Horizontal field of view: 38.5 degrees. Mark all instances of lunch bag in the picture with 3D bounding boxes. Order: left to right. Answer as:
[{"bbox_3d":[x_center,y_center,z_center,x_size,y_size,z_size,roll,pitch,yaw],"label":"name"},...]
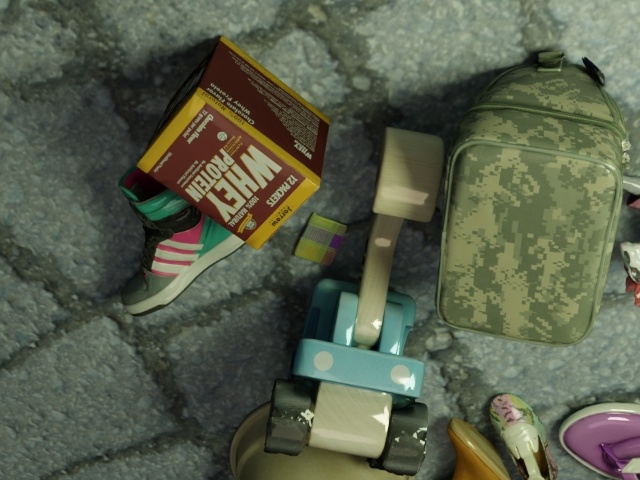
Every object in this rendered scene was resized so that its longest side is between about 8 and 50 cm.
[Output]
[{"bbox_3d":[0.272,-0.058,1.170,0.213,0.256,0.305,7,125,13],"label":"lunch bag"}]

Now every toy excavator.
[{"bbox_3d":[0.063,0.100,1.325,0.222,0.445,0.433,10,168,-2],"label":"toy excavator"}]

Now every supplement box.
[{"bbox_3d":[-0.105,-0.129,1.191,0.191,0.194,0.129,36,119,-18],"label":"supplement box"}]

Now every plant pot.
[{"bbox_3d":[-0.007,0.475,1.513,0.334,0.305,0.333,2,123,4],"label":"plant pot"}]

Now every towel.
[{"bbox_3d":[0.000,0.000,1.377,0.060,0.009,0.083,19,122,-7],"label":"towel"}]

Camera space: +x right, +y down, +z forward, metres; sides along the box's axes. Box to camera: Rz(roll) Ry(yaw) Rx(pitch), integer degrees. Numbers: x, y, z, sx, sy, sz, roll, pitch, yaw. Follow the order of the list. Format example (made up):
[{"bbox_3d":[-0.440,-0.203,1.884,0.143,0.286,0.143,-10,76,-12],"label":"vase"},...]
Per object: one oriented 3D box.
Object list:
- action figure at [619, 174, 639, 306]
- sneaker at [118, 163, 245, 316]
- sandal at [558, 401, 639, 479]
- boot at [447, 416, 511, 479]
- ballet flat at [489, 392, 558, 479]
[{"bbox_3d":[0.533,-0.060,1.217,0.276,0.248,0.370,10,127,-34],"label":"action figure"},{"bbox_3d":[-0.230,-0.019,1.317,0.295,0.123,0.178,-37,113,25],"label":"sneaker"},{"bbox_3d":[0.592,0.390,1.524,0.416,0.102,0.169,26,121,-11],"label":"sandal"},{"bbox_3d":[0.237,0.450,1.573,0.211,0.104,0.295,-37,117,11],"label":"boot"},{"bbox_3d":[0.346,0.352,1.535,0.077,0.079,0.221,-20,119,17],"label":"ballet flat"}]
